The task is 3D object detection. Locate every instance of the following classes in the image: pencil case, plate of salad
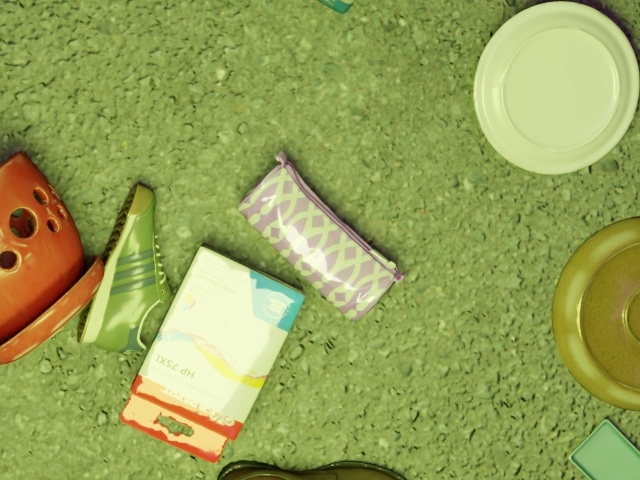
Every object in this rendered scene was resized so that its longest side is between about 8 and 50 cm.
[{"bbox_3d":[0.000,0.000,1.487,0.206,0.086,0.088,42,123,-7],"label":"pencil case"},{"bbox_3d":[0.272,-0.177,1.521,0.200,0.048,0.199,-2,103,-9],"label":"plate of salad"}]

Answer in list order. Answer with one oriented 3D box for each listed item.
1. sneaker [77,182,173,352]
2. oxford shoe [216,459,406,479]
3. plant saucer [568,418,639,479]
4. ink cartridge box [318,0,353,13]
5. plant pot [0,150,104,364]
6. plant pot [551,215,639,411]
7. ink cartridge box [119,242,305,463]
[{"bbox_3d":[-0.206,0.038,1.491,0.086,0.064,0.192,21,88,-18],"label":"sneaker"},{"bbox_3d":[-0.004,0.300,1.500,0.227,0.096,0.082,0,91,-6],"label":"oxford shoe"},{"bbox_3d":[0.383,0.301,1.569,0.192,0.018,0.067,45,89,-4],"label":"plant saucer"},{"bbox_3d":[0.050,-0.408,1.317,0.166,0.395,0.285,33,90,-5],"label":"ink cartridge box"},{"bbox_3d":[-0.343,0.024,1.417,0.191,0.191,0.174,-40,104,-2],"label":"plant pot"},{"bbox_3d":[0.393,0.089,1.552,0.236,0.032,0.236,0,93,-5],"label":"plant pot"},{"bbox_3d":[-0.126,0.134,1.489,0.134,0.078,0.231,25,91,-5],"label":"ink cartridge box"}]
